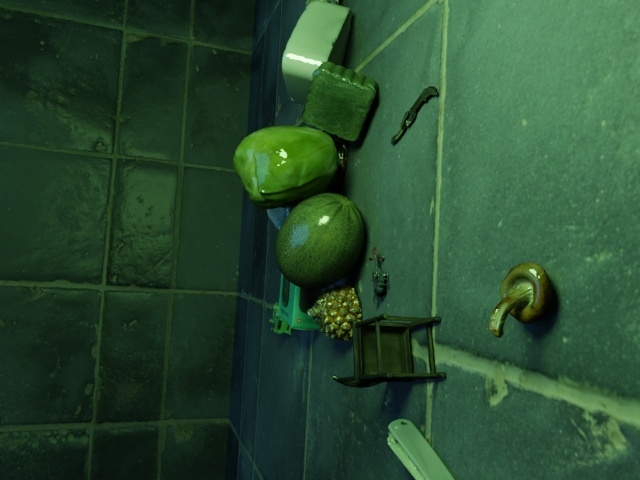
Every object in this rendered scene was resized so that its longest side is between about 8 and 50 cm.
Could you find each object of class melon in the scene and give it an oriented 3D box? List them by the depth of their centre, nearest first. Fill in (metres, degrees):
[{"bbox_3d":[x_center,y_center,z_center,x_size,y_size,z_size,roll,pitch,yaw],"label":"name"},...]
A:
[{"bbox_3d":[0.000,0.000,1.469,0.302,0.237,0.238,-54,34,36],"label":"melon"}]

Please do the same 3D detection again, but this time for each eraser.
[{"bbox_3d":[-0.016,-0.558,1.664,0.331,0.149,0.332,14,-90,-83],"label":"eraser"}]

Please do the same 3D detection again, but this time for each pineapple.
[{"bbox_3d":[0.027,0.206,1.494,0.161,0.136,0.176,120,148,-52],"label":"pineapple"}]

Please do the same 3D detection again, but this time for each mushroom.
[{"bbox_3d":[0.304,0.098,0.793,0.130,0.073,0.088,-53,33,-9],"label":"mushroom"}]

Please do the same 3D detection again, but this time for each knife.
[{"bbox_3d":[0.206,0.447,1.023,0.265,0.073,0.041,-139,47,-65],"label":"knife"},{"bbox_3d":[0.216,-0.302,1.235,0.222,0.021,0.046,133,135,-60],"label":"knife"}]

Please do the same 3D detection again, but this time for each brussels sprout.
[{"bbox_3d":[-0.103,-0.217,1.511,0.328,0.327,0.247,-169,78,-71],"label":"brussels sprout"}]

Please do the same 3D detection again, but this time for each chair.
[{"bbox_3d":[0.142,0.248,1.140,0.260,0.154,0.142,143,129,-62],"label":"chair"}]

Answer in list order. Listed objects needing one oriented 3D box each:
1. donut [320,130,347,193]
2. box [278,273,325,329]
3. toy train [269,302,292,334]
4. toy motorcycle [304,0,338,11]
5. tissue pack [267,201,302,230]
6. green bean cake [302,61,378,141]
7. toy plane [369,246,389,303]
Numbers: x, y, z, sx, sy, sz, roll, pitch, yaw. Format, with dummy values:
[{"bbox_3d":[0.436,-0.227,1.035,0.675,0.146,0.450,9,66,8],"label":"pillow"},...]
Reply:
[{"bbox_3d":[0.014,-0.263,1.719,0.235,0.089,0.235,-177,90,-73],"label":"donut"},{"bbox_3d":[-0.062,0.137,1.807,0.205,0.118,0.312,-162,77,-69],"label":"box"},{"bbox_3d":[-0.161,0.323,2.127,0.149,0.081,0.099,-115,33,-65],"label":"toy train"},{"bbox_3d":[0.001,-0.806,1.844,0.341,0.107,0.223,-102,25,-44],"label":"toy motorcycle"},{"bbox_3d":[-0.059,-0.085,1.717,0.271,0.201,0.125,-133,54,-65],"label":"tissue pack"},{"bbox_3d":[0.053,-0.397,1.474,0.094,0.184,0.184,-71,1,-46],"label":"green bean cake"},{"bbox_3d":[0.147,0.087,1.328,0.060,0.037,0.145,124,143,-74],"label":"toy plane"}]
